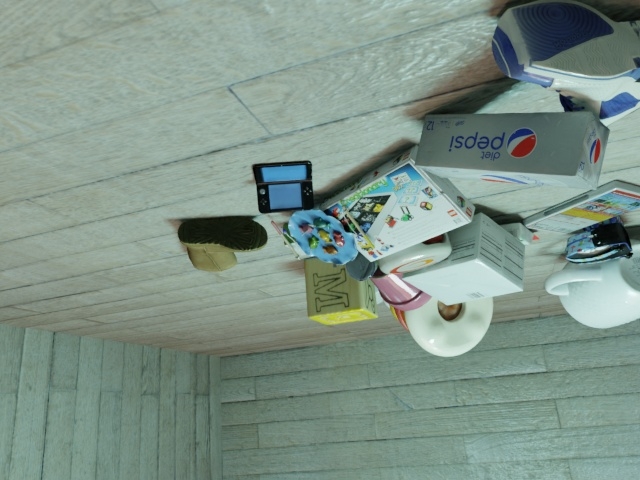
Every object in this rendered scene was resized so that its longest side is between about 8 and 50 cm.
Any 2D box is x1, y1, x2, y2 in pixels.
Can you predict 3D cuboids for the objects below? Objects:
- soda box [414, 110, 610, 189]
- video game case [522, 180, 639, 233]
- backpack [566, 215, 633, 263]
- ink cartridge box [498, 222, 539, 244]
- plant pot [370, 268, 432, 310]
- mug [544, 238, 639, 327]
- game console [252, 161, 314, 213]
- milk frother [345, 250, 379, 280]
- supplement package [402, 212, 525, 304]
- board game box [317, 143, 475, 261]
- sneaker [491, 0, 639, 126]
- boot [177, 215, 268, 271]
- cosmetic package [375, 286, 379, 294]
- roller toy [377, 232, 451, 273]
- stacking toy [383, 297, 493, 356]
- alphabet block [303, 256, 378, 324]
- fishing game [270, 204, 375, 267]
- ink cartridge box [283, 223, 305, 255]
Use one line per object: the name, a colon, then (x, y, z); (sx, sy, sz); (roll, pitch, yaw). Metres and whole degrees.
soda box: (0.299, -0.148, 0.849); (0.091, 0.098, 0.286); (12, 180, -43)
video game case: (0.738, -0.083, 1.434); (0.204, 0.025, 0.285); (7, 158, -30)
backpack: (0.834, 0.007, 1.581); (0.173, 0.117, 0.158); (-19, 157, 35)
ink cartridge box: (0.545, 0.004, 1.570); (0.181, 0.056, 0.224); (-7, 162, 35)
plant pot: (0.237, 0.095, 1.614); (0.201, 0.201, 0.180); (-19, 141, 36)
mug: (0.947, 0.135, 1.741); (0.373, 0.276, 0.328); (-1, 162, 2)
game console: (-0.076, -0.109, 1.092); (0.122, 0.107, 0.071); (-4, -170, -1)
milk frother: (0.090, 0.052, 1.492); (0.143, 0.129, 0.134); (-17, 179, 14)
supplement package: (0.401, 0.061, 1.463); (0.204, 0.145, 0.261); (30, 150, -28)
board game box: (0.156, -0.067, 1.148); (0.193, 0.053, 0.305); (42, 141, -19)
sneaker: (0.386, -0.230, 0.752); (0.315, 0.128, 0.182); (-2, 159, -12)
boot: (-0.254, 0.019, 1.413); (0.236, 0.089, 0.269); (6, 161, 0)
cosmetic package: (0.177, 0.204, 2.009); (0.117, 0.086, 0.231); (-26, 160, -5)
roller toy: (0.232, -0.007, 1.348); (0.209, 0.146, 0.191); (-17, 166, 10)
stacking toy: (0.359, 0.219, 1.927); (0.350, 0.351, 0.480); (3, 177, -22)
alphabet block: (0.070, 0.161, 1.722); (0.193, 0.197, 0.192); (-11, 160, 19)
fishing game: (0.000, 0.000, 1.257); (0.264, 0.041, 0.189); (-6, 130, 41)
ink cartridge box: (0.017, -0.019, 1.385); (0.209, 0.062, 0.109); (-12, 159, 20)
